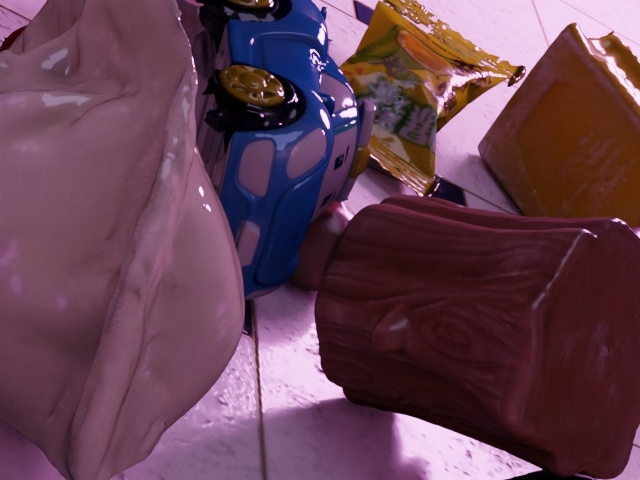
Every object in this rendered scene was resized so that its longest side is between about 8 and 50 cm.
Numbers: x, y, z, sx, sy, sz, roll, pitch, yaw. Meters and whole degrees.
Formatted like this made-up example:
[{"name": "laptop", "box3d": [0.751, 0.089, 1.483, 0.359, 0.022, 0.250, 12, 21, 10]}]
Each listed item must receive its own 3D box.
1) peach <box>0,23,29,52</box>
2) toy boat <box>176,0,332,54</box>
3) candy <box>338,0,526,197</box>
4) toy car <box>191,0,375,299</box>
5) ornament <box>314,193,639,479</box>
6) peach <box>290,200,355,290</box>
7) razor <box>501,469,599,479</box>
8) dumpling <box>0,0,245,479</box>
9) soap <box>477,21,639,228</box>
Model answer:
[{"name": "peach", "box3d": [-0.228, -0.156, 1.589, 0.098, 0.061, 0.098, 35, 26, -20]}, {"name": "toy boat", "box3d": [-0.095, -0.188, 1.790, 0.155, 0.085, 0.227, 32, 15, 29]}, {"name": "candy", "box3d": [0.093, -0.160, 1.945, 0.187, 0.081, 0.297, 35, 38, 7]}, {"name": "toy car", "box3d": [-0.041, -0.076, 1.509, 0.166, 0.198, 0.314, 10, 32, -12]}, {"name": "ornament", "box3d": [0.131, 0.068, 1.454, 0.217, 0.221, 0.235, 12, 45, 38]}, {"name": "peach", "box3d": [-0.001, 0.002, 1.596, 0.083, 0.083, 0.083, 28, 28, -17]}, {"name": "razor", "box3d": [0.140, 0.233, 1.315, 0.189, 0.107, 0.327, 23, 9, 29]}, {"name": "dumpling", "box3d": [-0.149, -0.039, 1.220, 0.233, 0.316, 0.395, 15, 25, -26]}, {"name": "soap", "box3d": [0.306, -0.056, 1.926, 0.091, 0.199, 0.315, 7, 40, -38]}]
